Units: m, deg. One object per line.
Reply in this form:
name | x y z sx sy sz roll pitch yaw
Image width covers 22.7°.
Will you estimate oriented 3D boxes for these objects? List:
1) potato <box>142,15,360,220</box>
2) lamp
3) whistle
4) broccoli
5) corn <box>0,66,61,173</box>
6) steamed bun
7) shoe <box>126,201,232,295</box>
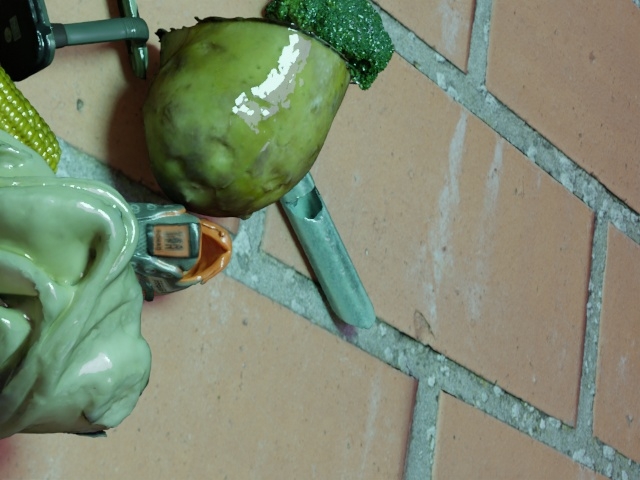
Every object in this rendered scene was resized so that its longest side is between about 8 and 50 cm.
potato | -0.111 -0.141 2.100 0.289 0.301 0.237 21 75 -36
lamp | -0.300 -0.307 1.999 0.283 0.124 0.203 -12 84 -55
whistle | 0.000 0.000 2.380 0.062 0.062 0.312 -49 122 -44
broccoli | 0.013 -0.303 2.370 0.156 0.195 0.195 -45 128 -2
corn | -0.412 -0.172 1.835 0.318 0.115 0.115 48 49 -38
steamed bun | -0.351 0.067 1.689 0.394 0.346 0.237 53 49 -7
shoe | -0.231 0.007 1.987 0.336 0.171 0.132 9 77 -52
